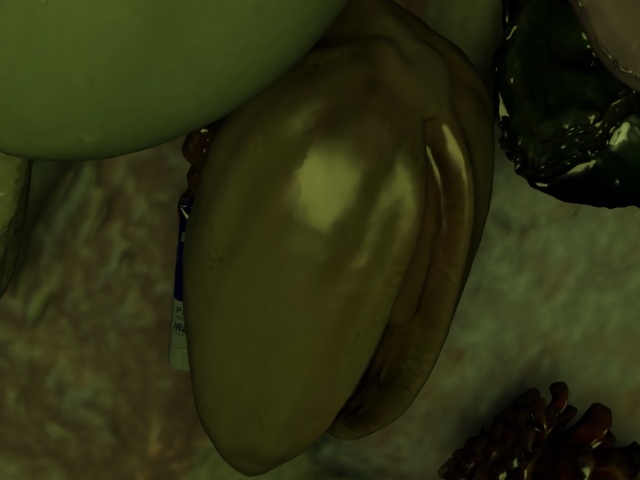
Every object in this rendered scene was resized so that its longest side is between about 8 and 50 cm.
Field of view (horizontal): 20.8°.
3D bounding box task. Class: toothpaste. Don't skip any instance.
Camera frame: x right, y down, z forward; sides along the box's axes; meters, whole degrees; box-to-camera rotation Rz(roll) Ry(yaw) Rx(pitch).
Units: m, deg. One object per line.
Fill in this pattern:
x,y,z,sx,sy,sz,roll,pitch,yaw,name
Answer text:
-0.057,0.020,0.784,0.024,0.015,0.083,9,115,-6,toothpaste

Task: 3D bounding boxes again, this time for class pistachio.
0.000,0.000,0.715,0.129,0.131,0.206,-6,125,-36,pistachio

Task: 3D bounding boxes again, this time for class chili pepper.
0.169,-0.130,0.709,0.148,0.116,0.264,27,105,-18,chili pepper

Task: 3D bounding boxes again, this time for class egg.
-0.063,-0.144,0.616,0.186,0.186,0.253,23,71,-5,egg

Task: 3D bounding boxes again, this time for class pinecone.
0.108,0.116,0.778,0.109,0.102,0.102,13,107,-31,pinecone

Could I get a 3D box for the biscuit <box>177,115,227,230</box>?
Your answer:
-0.018,-0.026,0.776,0.092,0.016,0.082,25,111,-12,biscuit

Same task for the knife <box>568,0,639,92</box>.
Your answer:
0.068,-0.226,0.657,0.132,0.038,0.398,-29,83,30,knife

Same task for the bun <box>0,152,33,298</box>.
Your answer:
-0.228,-0.043,0.716,0.231,0.133,0.231,-10,118,-19,bun
